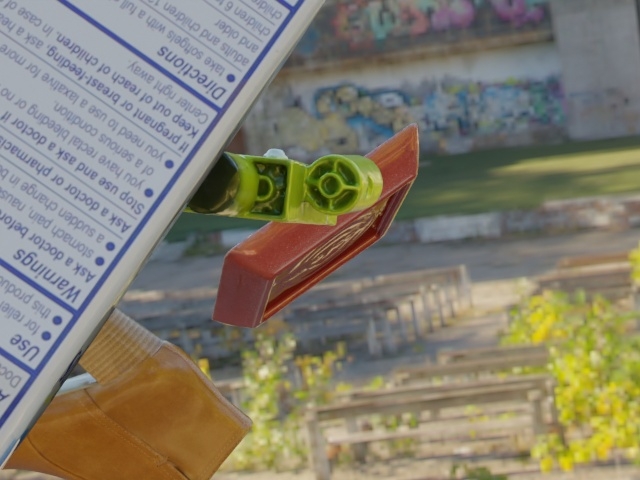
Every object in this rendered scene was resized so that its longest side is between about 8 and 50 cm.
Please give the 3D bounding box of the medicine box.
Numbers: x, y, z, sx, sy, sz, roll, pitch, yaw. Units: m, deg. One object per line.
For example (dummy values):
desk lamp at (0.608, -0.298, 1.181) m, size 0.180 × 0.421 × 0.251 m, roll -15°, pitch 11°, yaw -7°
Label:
medicine box at (-0.185, -0.074, 0.618) m, size 0.289 × 0.263 × 0.149 m, roll -56°, pitch 5°, yaw -15°

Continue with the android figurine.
android figurine at (-0.080, -0.044, 0.939) m, size 0.248 × 0.056 × 0.273 m, roll 6°, pitch 3°, yaw 14°

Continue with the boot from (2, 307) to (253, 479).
boot at (-0.225, 0.208, 1.220) m, size 0.295 × 0.211 × 0.104 m, roll -41°, pitch 12°, yaw 16°

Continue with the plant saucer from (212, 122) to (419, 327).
plant saucer at (0.000, 0.000, 1.453) m, size 0.258 × 0.048 × 0.259 m, roll -35°, pitch -10°, yaw -18°
